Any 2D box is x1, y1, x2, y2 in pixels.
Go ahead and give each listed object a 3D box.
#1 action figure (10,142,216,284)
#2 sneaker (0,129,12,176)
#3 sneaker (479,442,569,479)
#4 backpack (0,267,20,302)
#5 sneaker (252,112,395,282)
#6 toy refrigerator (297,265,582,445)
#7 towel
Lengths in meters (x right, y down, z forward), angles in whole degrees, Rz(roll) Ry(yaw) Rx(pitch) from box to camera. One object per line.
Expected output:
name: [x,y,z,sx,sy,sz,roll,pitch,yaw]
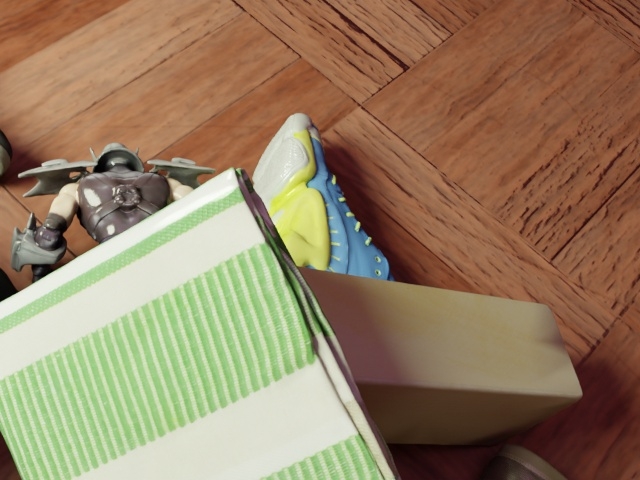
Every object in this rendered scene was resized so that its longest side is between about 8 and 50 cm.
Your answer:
action figure: [-0.154,0.028,0.774,0.185,0.099,0.285,-10,57,-11]
sneaker: [-0.347,-0.145,0.840,0.222,0.083,0.118,27,55,6]
sneaker: [0.205,0.242,0.750,0.188,0.066,0.071,35,73,15]
backpack: [-0.406,0.091,0.596,0.290,0.273,0.355,33,69,0]
sneaker: [0.000,0.000,0.846,0.126,0.091,0.240,22,53,-22]
toy refrigerator: [0.063,0.091,0.719,0.269,0.102,0.094,10,52,-36]
towel: [-0.069,0.149,0.597,0.325,0.248,0.038,62,19,0]
